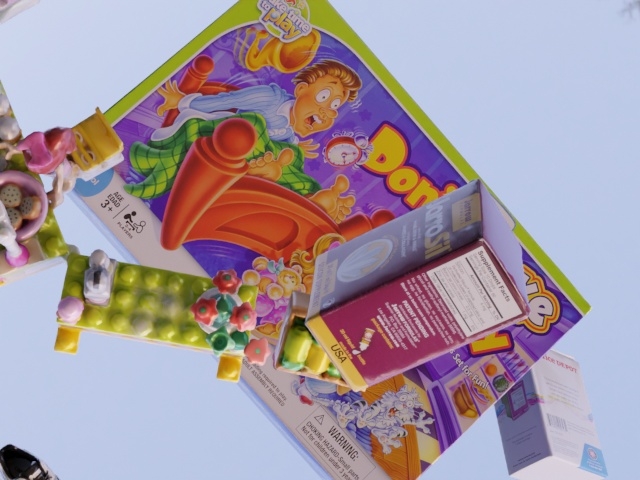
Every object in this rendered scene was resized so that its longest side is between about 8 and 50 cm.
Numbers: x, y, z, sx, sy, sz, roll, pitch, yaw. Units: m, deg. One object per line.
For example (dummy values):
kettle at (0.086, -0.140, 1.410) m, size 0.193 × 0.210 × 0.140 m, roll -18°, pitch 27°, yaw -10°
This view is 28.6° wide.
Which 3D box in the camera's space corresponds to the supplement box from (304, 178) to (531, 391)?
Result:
supplement box at (0.040, 0.019, 0.527) m, size 0.083 × 0.043 × 0.055 m, roll -26°, pitch -156°, yaw 18°

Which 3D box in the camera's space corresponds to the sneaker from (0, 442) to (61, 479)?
sneaker at (-0.182, 0.163, 0.821) m, size 0.083 × 0.037 × 0.032 m, roll 28°, pitch -122°, yaw 23°

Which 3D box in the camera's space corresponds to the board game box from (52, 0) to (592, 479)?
board game box at (0.000, 0.000, 0.940) m, size 0.233 × 0.078 × 0.347 m, roll -43°, pitch -85°, yaw -12°

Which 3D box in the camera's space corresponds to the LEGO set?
LEGO set at (-0.096, -0.011, 0.581) m, size 0.287 × 0.107 × 0.132 m, roll 45°, pitch -103°, yaw 1°

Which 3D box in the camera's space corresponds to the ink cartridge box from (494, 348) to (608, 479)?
ink cartridge box at (0.207, 0.161, 1.157) m, size 0.052 × 0.089 × 0.122 m, roll -34°, pitch -132°, yaw 34°
